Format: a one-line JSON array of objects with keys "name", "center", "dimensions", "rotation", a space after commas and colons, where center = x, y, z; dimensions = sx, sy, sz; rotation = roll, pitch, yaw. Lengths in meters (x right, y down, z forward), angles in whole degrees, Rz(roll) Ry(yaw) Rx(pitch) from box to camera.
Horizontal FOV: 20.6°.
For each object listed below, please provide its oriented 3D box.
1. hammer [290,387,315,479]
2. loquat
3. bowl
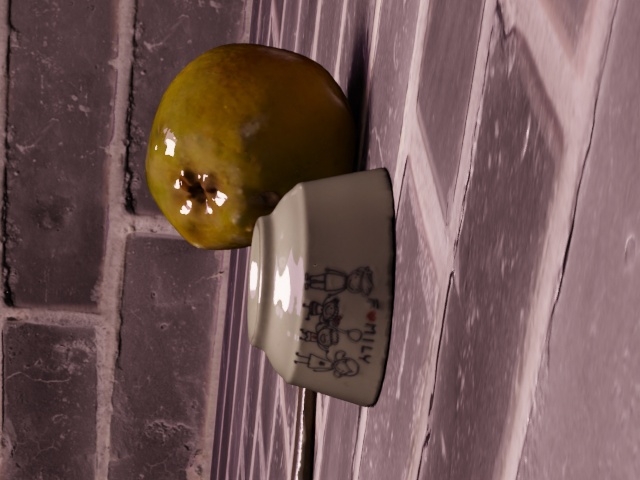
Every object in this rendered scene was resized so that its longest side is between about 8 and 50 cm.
[{"name": "hammer", "center": [-0.016, 0.150, 1.974], "dimensions": [0.125, 0.027, 0.297], "rotation": [152, 121, -82]}, {"name": "loquat", "center": [-0.061, -0.103, 1.749], "dimensions": [0.246, 0.213, 0.213], "rotation": [-48, -25, -45]}, {"name": "bowl", "center": [-0.004, 0.039, 1.536], "dimensions": [0.211, 0.112, 0.211], "rotation": [-178, 90, -82]}]
